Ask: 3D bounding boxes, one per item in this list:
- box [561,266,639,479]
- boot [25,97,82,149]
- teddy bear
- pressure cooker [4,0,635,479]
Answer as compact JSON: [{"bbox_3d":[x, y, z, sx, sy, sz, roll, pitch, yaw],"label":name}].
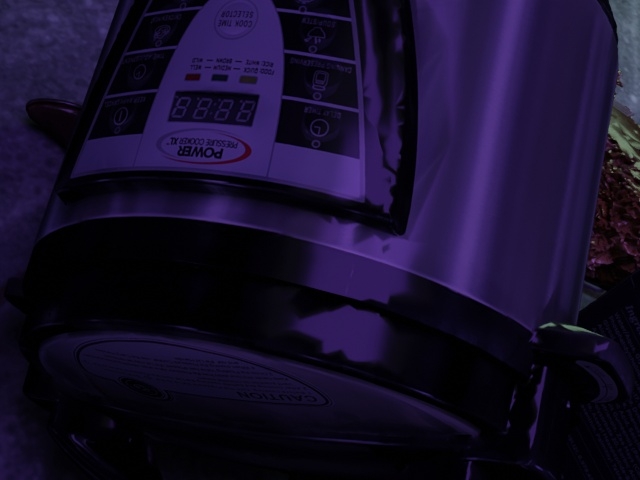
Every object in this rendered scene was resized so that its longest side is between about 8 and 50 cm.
[{"bbox_3d":[0.315,0.131,0.979,0.343,0.312,0.179,-12,68,-36],"label":"box"},{"bbox_3d":[-0.202,-0.051,0.967,0.106,0.037,0.114,22,56,-15],"label":"boot"},{"bbox_3d":[0.231,-0.071,1.069,0.245,0.113,0.338,-2,43,-37],"label":"teddy bear"},{"bbox_3d":[0.004,0.003,0.813,0.375,0.370,0.420,22,69,-18],"label":"pressure cooker"}]
